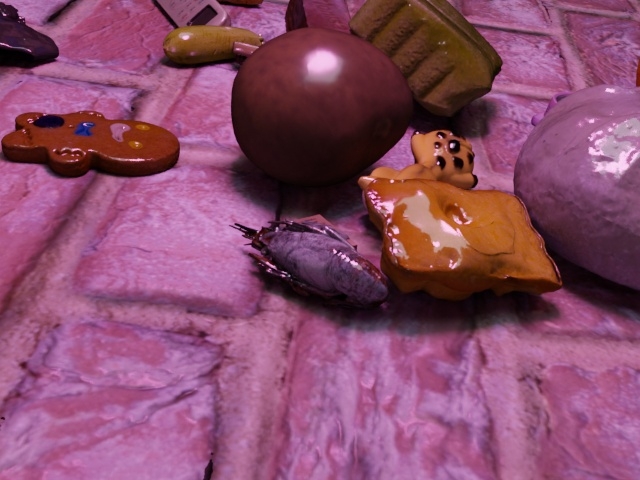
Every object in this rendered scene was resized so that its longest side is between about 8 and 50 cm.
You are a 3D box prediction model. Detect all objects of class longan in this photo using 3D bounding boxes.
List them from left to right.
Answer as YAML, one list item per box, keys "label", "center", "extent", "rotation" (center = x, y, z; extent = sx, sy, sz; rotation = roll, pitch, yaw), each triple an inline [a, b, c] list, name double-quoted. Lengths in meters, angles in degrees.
- label: "longan"
  center: [0.003, -0.178, 1.279]
  extent: [0.248, 0.248, 0.248]
  rotation: [6, 30, -4]

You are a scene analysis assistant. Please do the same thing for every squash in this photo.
- label: "squash"
  center: [-0.186, -0.347, 1.667]
  extent: [0.201, 0.066, 0.066]
  rotation: [-11, 36, -35]

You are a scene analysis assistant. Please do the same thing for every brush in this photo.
- label: "brush"
  center: [-0.035, -0.306, 1.668]
  extent: [0.248, 0.036, 0.043]
  rotation: [10, 34, -12]

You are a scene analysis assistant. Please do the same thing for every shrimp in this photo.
- label: "shrimp"
  center: [-0.018, 0.016, 1.090]
  extent: [0.233, 0.079, 0.090]
  rotation: [24, 70, 31]

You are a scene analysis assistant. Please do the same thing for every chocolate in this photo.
- label: "chocolate"
  center: [0.005, -0.343, 1.606]
  extent: [0.112, 0.112, 0.321]
  rotation: [6, 40, -12]

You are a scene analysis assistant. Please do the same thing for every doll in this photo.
- label: "doll"
  center: [0.140, -0.082, 1.279]
  extent: [0.117, 0.086, 0.291]
  rotation: [35, 34, 9]

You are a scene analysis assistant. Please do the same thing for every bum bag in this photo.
- label: "bum bag"
  center: [-0.566, -0.375, 1.610]
  extent: [0.137, 0.074, 0.310]
  rotation: [-8, 33, -44]

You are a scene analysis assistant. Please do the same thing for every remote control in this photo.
- label: "remote control"
  center: [-0.250, -0.449, 1.816]
  extent: [0.090, 0.038, 0.309]
  rotation: [-39, 41, 2]

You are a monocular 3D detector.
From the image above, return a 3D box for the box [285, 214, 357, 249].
- label: "box"
  center: [0.000, 0.000, 1.165]
  extent: [0.053, 0.024, 0.083]
  rotation: [-14, 38, -32]

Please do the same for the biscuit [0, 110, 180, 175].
- label: "biscuit"
  center: [-0.314, -0.139, 1.312]
  extent: [0.236, 0.039, 0.180]
  rotation: [6, 29, -8]

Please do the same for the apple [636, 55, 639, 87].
- label: "apple"
  center: [0.621, -0.237, 1.491]
  extent: [0.302, 0.301, 0.301]
  rotation: [6, 30, -4]

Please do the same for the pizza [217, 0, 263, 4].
- label: "pizza"
  center: [-0.245, -0.594, 2.056]
  extent: [0.280, 0.075, 0.287]
  rotation: [9, 31, -2]

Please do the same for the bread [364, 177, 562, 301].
- label: "bread"
  center: [0.158, 0.003, 1.112]
  extent: [0.233, 0.088, 0.160]
  rotation: [10, 37, -27]

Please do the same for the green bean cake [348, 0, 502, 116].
- label: "green bean cake"
  center: [0.179, -0.318, 1.558]
  extent: [0.248, 0.125, 0.222]
  rotation: [44, 25, 2]

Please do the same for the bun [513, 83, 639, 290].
- label: "bun"
  center: [0.431, -0.078, 1.223]
  extent: [0.362, 0.211, 0.362]
  rotation: [12, 25, -6]

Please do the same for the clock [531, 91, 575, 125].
- label: "clock"
  center: [0.429, -0.199, 1.582]
  extent: [0.110, 0.050, 0.152]
  rotation: [-2, 32, -17]
